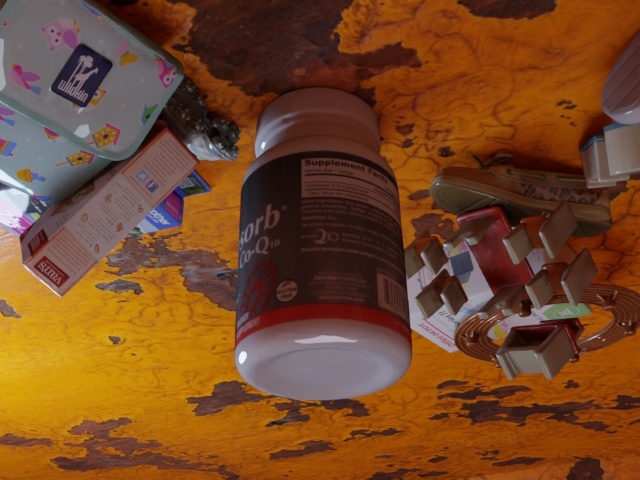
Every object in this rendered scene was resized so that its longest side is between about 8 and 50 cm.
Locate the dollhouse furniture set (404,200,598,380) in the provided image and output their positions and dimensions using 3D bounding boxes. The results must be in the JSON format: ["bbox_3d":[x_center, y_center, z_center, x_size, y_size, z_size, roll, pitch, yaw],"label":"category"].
[{"bbox_3d":[0.286,0.067,1.157,0.262,0.135,0.259,-13,111,47],"label":"dollhouse furniture set"}]

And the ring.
[{"bbox_3d":[0.404,0.162,1.370,0.336,0.032,0.336,-3,151,-2],"label":"ring"}]

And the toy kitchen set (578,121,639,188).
[{"bbox_3d":[0.468,-0.149,1.033,0.207,0.122,0.166,-6,175,3],"label":"toy kitchen set"}]

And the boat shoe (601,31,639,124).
[{"bbox_3d":[0.470,-0.227,0.857,0.119,0.121,0.335,21,141,-25],"label":"boat shoe"}]

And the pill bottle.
[{"bbox_3d":[0.000,0.000,0.990,0.210,0.363,0.210,-1,149,-1],"label":"pill bottle"}]

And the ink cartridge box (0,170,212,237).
[{"bbox_3d":[-0.342,-0.068,1.168,0.311,0.065,0.186,-13,147,16],"label":"ink cartridge box"}]

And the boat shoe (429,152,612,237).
[{"bbox_3d":[0.298,-0.072,1.164,0.285,0.089,0.104,12,162,-14],"label":"boat shoe"}]

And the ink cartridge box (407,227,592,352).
[{"bbox_3d":[0.272,0.097,1.395,0.353,0.119,0.207,-21,144,30],"label":"ink cartridge box"}]

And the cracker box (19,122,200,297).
[{"bbox_3d":[-0.271,-0.049,0.981,0.067,0.232,0.156,47,172,-24],"label":"cracker box"}]

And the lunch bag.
[{"bbox_3d":[-0.316,-0.180,0.885,0.262,0.160,0.223,-26,143,29],"label":"lunch bag"}]

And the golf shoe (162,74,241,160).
[{"bbox_3d":[-0.181,-0.154,1.024,0.086,0.069,0.176,-9,147,25],"label":"golf shoe"}]
